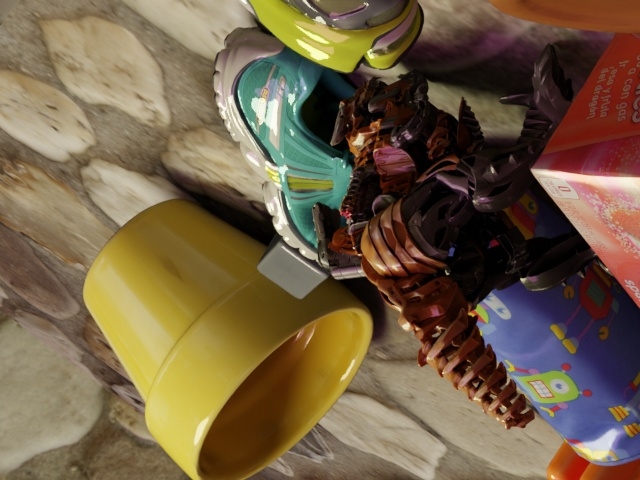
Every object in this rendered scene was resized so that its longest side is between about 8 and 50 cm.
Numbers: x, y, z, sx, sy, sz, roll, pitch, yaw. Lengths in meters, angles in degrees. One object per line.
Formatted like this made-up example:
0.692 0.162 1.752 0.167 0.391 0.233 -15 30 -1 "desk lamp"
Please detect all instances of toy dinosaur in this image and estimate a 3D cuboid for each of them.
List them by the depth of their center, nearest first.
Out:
0.103 -0.005 1.150 0.164 0.218 0.322 39 -151 -63 "toy dinosaur"

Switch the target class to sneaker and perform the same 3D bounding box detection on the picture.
-0.060 -0.229 1.104 0.300 0.111 0.121 26 150 7 "sneaker"
0.007 -0.065 1.368 0.110 0.107 0.275 8 149 34 "sneaker"

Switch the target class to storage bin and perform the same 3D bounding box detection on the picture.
0.000 0.000 1.540 0.098 0.091 0.135 35 162 -4 "storage bin"

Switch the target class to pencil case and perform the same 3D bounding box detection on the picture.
0.173 0.056 1.346 0.133 0.119 0.306 -22 125 39 "pencil case"

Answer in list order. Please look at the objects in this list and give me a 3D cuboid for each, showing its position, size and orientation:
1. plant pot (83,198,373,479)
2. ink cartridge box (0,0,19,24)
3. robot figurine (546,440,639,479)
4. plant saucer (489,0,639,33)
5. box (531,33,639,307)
-0.113 0.088 1.742 0.239 0.254 0.254 44 166 24 "plant pot"
-0.294 -0.233 1.260 0.093 0.219 0.160 24 158 26 "ink cartridge box"
0.306 0.264 1.626 0.158 0.128 0.219 -23 129 25 "robot figurine"
0.169 -0.138 0.867 0.200 0.037 0.200 3 177 0 "plant saucer"
0.287 0.002 1.007 0.154 0.142 0.300 9 149 50 "box"
